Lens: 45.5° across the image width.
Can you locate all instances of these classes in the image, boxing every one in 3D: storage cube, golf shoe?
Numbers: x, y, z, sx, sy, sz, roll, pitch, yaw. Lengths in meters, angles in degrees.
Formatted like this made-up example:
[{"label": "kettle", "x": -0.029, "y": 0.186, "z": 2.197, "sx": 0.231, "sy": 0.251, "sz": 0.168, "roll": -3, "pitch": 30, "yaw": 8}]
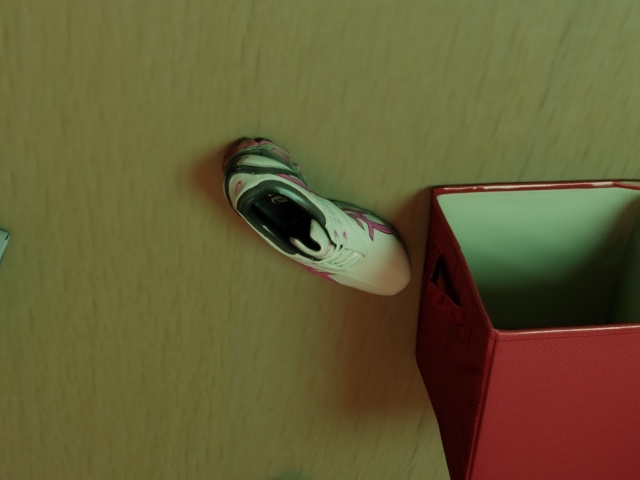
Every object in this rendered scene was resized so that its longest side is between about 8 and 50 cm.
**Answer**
[{"label": "storage cube", "x": 0.186, "y": 0.080, "z": 0.605, "sx": 0.215, "sy": 0.184, "sz": 0.193, "roll": -3, "pitch": 124, "yaw": -5}, {"label": "golf shoe", "x": 0.000, "y": 0.000, "z": 0.592, "sx": 0.186, "sy": 0.086, "sz": 0.067, "roll": 33, "pitch": 113, "yaw": -25}]

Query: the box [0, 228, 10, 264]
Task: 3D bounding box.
[{"label": "box", "x": -0.359, "y": 0.064, "z": 0.491, "sx": 0.231, "sy": 0.262, "sz": 0.127, "roll": 23, "pitch": 118, "yaw": -20}]
